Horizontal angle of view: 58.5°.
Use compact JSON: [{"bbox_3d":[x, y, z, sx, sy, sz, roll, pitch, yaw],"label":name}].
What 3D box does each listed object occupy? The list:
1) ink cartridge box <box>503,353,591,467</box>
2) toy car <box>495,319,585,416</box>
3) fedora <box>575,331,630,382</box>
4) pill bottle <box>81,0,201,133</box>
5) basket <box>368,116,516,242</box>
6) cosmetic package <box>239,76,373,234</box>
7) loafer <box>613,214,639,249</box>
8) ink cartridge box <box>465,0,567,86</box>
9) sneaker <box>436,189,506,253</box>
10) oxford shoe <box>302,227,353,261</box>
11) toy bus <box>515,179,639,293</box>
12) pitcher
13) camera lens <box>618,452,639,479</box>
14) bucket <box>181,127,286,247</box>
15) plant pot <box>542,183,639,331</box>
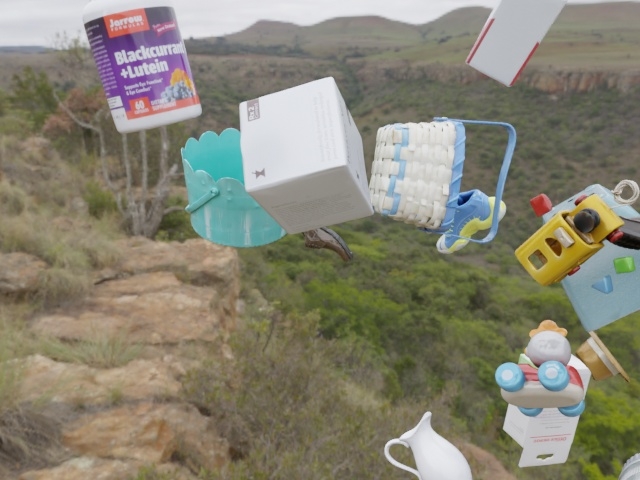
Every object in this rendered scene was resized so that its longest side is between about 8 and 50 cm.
[{"bbox_3d":[0.734,0.554,1.880,0.207,0.353,0.119,3,15,-19],"label":"ink cartridge box"},{"bbox_3d":[0.604,0.332,1.568,0.210,0.219,0.238,-11,49,32],"label":"toy car"},{"bbox_3d":[0.754,0.324,1.557,0.079,0.194,0.194,-37,10,15],"label":"fedora"},{"bbox_3d":[-0.219,-0.234,0.687,0.108,0.193,0.108,-12,17,4],"label":"pill bottle"},{"bbox_3d":[0.252,-0.136,1.187,0.289,0.254,0.201,9,7,-8],"label":"basket"},{"bbox_3d":[-0.018,-0.121,0.881,0.151,0.151,0.183,-13,-22,13],"label":"cosmetic package"},{"bbox_3d":[0.649,-0.020,1.101,0.220,0.078,0.080,13,-10,3],"label":"loafer"},{"bbox_3d":[0.427,-0.480,1.222,0.114,0.197,0.273,30,41,4],"label":"ink cartridge box"},{"bbox_3d":[0.372,-0.061,1.534,0.126,0.240,0.091,37,43,-12],"label":"sneaker"},{"bbox_3d":[0.000,0.000,1.750,0.227,0.096,0.083,39,-8,3],"label":"oxford shoe"},{"bbox_3d":[0.453,-0.006,1.033,0.191,0.202,0.104,6,10,44],"label":"toy bus"},{"bbox_3d":[0.289,0.597,1.535,0.178,0.207,0.125,-41,-13,18],"label":"pitcher"},{"bbox_3d":[0.755,0.614,1.222,0.219,0.219,0.274,6,21,24],"label":"camera lens"},{"bbox_3d":[-0.180,-0.123,1.307,0.281,0.183,0.281,5,32,-3],"label":"bucket"},{"bbox_3d":[0.658,0.015,1.349,0.247,0.252,0.248,-34,5,22],"label":"plant pot"}]
